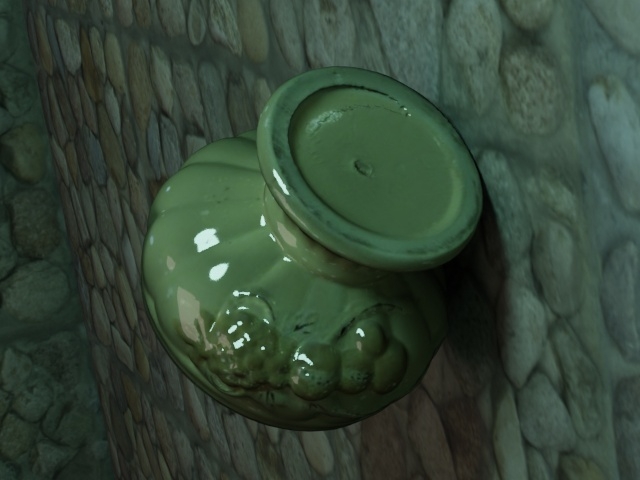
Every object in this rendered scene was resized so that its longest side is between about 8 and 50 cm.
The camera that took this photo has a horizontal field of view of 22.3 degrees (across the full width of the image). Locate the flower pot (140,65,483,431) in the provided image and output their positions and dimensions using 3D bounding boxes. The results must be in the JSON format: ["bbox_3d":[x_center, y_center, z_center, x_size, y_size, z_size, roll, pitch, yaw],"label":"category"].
[{"bbox_3d":[0.000,0.000,1.474,0.307,0.307,0.244,65,144,27],"label":"flower pot"}]
